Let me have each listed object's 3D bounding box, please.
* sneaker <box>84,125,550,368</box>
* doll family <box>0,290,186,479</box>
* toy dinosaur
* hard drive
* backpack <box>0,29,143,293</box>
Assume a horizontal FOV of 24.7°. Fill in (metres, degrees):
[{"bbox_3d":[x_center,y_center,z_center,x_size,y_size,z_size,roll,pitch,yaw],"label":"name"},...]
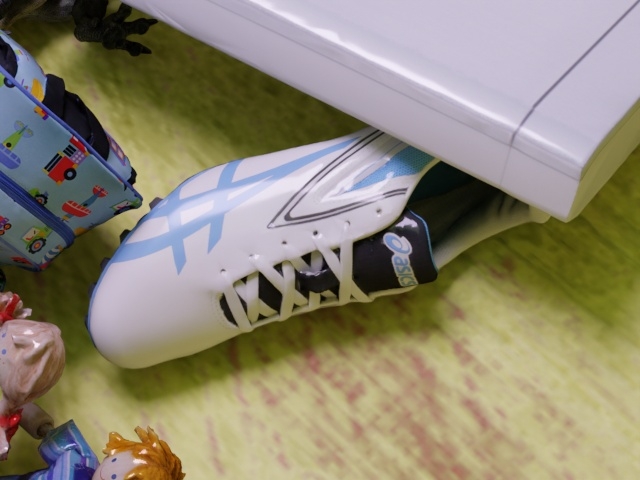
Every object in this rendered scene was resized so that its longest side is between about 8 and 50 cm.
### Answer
[{"bbox_3d":[0.000,0.000,0.693,0.237,0.085,0.086,-25,38,-5],"label":"sneaker"},{"bbox_3d":[-0.137,0.147,0.628,0.163,0.118,0.263,-21,48,17],"label":"doll family"},{"bbox_3d":[-0.163,-0.139,0.835,0.268,0.064,0.118,-26,41,-6],"label":"toy dinosaur"},{"bbox_3d":[0.023,-0.156,0.747,0.353,0.047,0.233,28,45,20],"label":"hard drive"},{"bbox_3d":[-0.175,-0.041,0.696,0.173,0.158,0.117,24,73,49],"label":"backpack"}]
